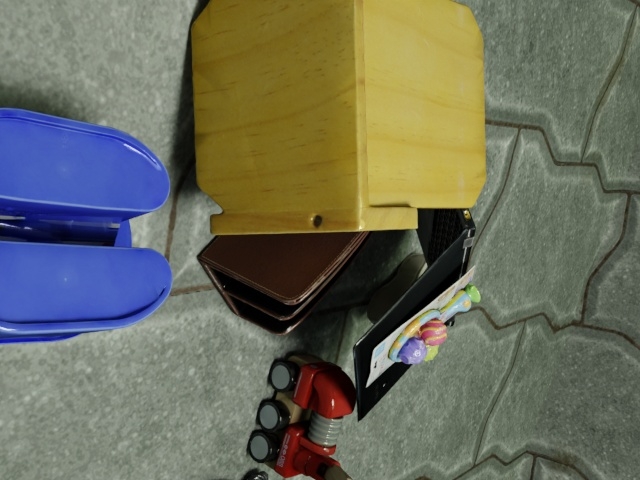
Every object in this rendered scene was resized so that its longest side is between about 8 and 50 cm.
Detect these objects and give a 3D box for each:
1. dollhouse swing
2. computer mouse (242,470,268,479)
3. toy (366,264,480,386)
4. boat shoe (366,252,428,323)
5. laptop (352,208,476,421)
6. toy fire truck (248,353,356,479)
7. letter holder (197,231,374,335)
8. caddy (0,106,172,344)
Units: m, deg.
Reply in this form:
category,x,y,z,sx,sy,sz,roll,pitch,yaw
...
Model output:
category,x,y,z,sx,sy,sz,roll,pitch,yaw
dollhouse swing,0.038,-0.188,1.053,0.305,0.315,0.347,-6,94,-62
computer mouse,-0.199,0.495,1.316,0.189,0.072,0.272,-68,156,-4
toy,0.179,0.153,1.220,0.237,0.056,0.137,-38,153,-26
boat shoe,0.172,0.116,1.586,0.206,0.075,0.065,-49,137,-32
laptop,0.129,0.052,1.331,0.236,0.408,0.382,-12,150,-3
toy fire truck,0.001,0.345,1.335,0.158,0.246,0.217,8,101,-54
letter holder,0.000,0.000,1.184,0.302,0.214,0.152,-50,140,-23
caddy,-0.322,-0.008,0.806,0.341,0.179,0.241,6,81,-53
